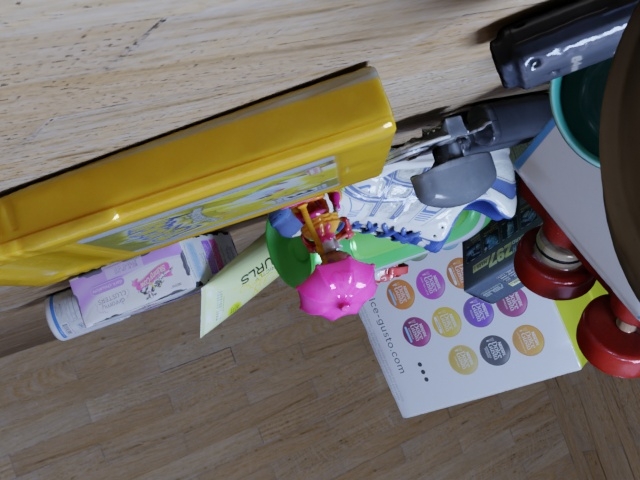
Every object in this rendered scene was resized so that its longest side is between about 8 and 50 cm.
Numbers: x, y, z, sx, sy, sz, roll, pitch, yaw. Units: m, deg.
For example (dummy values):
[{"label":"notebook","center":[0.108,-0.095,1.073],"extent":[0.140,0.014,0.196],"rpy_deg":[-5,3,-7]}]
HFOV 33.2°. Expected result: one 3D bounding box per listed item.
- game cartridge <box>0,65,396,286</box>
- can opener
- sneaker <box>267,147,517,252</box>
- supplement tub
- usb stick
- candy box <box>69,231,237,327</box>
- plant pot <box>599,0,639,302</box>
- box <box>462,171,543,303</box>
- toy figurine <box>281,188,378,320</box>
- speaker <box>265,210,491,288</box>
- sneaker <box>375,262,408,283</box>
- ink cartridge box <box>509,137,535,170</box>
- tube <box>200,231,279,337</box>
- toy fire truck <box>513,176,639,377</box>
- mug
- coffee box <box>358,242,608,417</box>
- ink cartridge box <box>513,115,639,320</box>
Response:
[{"label":"game cartridge","center":[-0.105,-0.032,0.819],"extent":[0.324,0.052,0.285],"rpy_deg":[-21,177,1]},{"label":"can opener","center":[0.169,-0.091,1.113],"extent":[0.076,0.095,0.283],"rpy_deg":[-21,177,41]},{"label":"sneaker","center":[0.091,-0.040,1.230],"extent":[0.297,0.130,0.112],"rpy_deg":[-18,179,-8]},{"label":"supplement tub","center":[-0.332,0.095,1.527],"extent":[0.107,0.071,0.071],"rpy_deg":[-20,177,4]},{"label":"usb stick","center":[0.249,-0.167,0.710],"extent":[0.278,0.045,0.077],"rpy_deg":[-20,178,10]},{"label":"candy box","center":[-0.215,0.049,1.441],"extent":[0.165,0.070,0.196],"rpy_deg":[-20,178,14]},{"label":"plant pot","center":[0.267,-0.074,0.446],"extent":[0.323,0.323,0.280],"rpy_deg":[-20,161,16]},{"label":"box","center":[0.288,-0.042,1.452],"extent":[0.059,0.183,0.233],"rpy_deg":[25,139,-27]},{"label":"toy figurine","center":[0.000,0.000,1.059],"extent":[0.130,0.159,0.173],"rpy_deg":[-20,178,8]},{"label":"speaker","center":[0.081,-0.029,1.381],"extent":[0.297,0.131,0.131],"rpy_deg":[-18,177,-31]},{"label":"sneaker","center":[0.127,-0.024,1.618],"extent":[0.270,0.144,0.090],"rpy_deg":[-21,177,23]},{"label":"ink cartridge box","center":[0.288,-0.139,1.344],"extent":[0.104,0.061,0.181],"rpy_deg":[-16,174,-44]},{"label":"tube","center":[-0.083,0.035,1.442],"extent":[0.062,0.070,0.240],"rpy_deg":[-13,-160,46]},{"label":"toy fire truck","center":[0.378,-0.005,1.212],"extent":[0.254,0.302,0.169],"rpy_deg":[-18,140,-20]},{"label":"mug","center":[0.259,-0.109,0.834],"extent":[0.158,0.129,0.097],"rpy_deg":[24,-171,11]},{"label":"coffee box","center":[0.279,0.050,1.810],"extent":[0.334,0.337,0.338],"rpy_deg":[-22,-177,33]},{"label":"ink cartridge box","center":[0.370,-0.086,1.010],"extent":[0.270,0.197,0.198],"rpy_deg":[-17,153,-41]}]
